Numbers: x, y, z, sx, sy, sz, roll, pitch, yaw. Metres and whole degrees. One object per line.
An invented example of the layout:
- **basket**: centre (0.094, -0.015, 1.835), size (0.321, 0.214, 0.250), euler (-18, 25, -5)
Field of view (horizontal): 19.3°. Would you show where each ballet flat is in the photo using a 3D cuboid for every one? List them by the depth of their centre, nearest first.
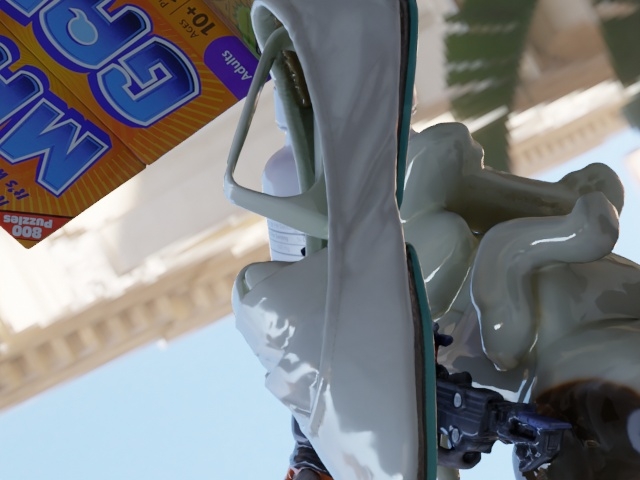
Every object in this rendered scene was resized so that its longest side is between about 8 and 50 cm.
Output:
- **ballet flat**: centre (0.000, 0.000, 1.231), size (0.139, 0.139, 0.400), euler (28, -129, -43)

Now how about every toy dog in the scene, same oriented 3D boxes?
- **toy dog**: centre (0.222, 0.118, 1.807), size (0.284, 0.395, 0.408), euler (23, -166, -33)

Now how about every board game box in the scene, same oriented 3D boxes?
- **board game box**: centre (-0.305, -0.290, 2.096), size (0.356, 0.356, 0.356), euler (46, -159, -29)

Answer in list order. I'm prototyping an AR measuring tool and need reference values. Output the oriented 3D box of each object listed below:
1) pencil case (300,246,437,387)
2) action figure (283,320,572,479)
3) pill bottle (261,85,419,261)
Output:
- **pencil case**: centre (0.041, 0.065, 1.514), size (0.070, 0.064, 0.151), euler (-22, -89, -55)
- **action figure**: centre (0.049, 0.187, 1.686), size (0.178, 0.341, 0.330), euler (16, -100, -35)
- **pill bottle**: centre (0.051, 0.000, 2.318), size (0.229, 0.229, 0.407), euler (-27, -66, -59)
